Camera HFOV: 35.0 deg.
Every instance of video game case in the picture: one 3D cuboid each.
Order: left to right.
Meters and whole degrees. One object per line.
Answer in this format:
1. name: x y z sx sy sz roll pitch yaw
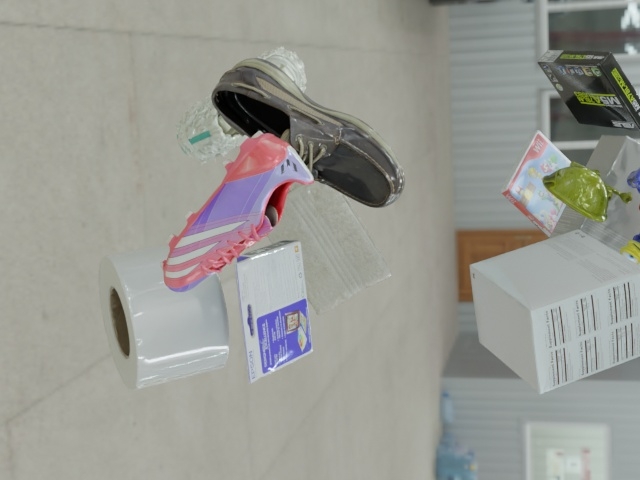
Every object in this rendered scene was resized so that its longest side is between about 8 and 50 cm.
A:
1. video game case: 0.547 -0.088 2.297 0.285 0.025 0.204 41 57 -12

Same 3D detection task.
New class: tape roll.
1. tape roll: -0.282 0.130 1.807 0.246 0.169 0.246 41 -43 54

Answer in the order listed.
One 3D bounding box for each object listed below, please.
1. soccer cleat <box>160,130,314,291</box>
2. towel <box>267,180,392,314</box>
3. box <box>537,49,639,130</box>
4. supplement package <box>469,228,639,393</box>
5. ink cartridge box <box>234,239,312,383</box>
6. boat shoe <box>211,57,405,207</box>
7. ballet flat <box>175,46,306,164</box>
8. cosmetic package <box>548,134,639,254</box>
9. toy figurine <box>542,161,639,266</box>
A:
1. soccer cleat: -0.102 -0.016 1.181 0.248 0.095 0.083 -54 168 26
2. towel: 0.000 0.000 2.109 0.282 0.187 0.049 58 9 -11
3. box: 0.554 -0.305 2.053 0.045 0.191 0.184 -46 118 -12
4. supplement package: 0.372 0.105 1.577 0.194 0.203 0.149 -135 -149 -62
5. ink cartridge box: -0.091 0.117 1.722 0.208 0.045 0.206 -19 105 -59
6. boat shoe: -0.031 -0.154 1.637 0.130 0.355 0.132 -41 161 -47
7. ballet flat: -0.125 -0.284 2.049 0.409 0.147 0.147 -47 139 -41
8. cosmetic package: 0.541 -0.067 1.889 0.238 0.127 0.107 -62 -165 -3
9. toy figurine: 0.580 -0.081 1.673 0.191 0.362 0.217 -36 160 -48
